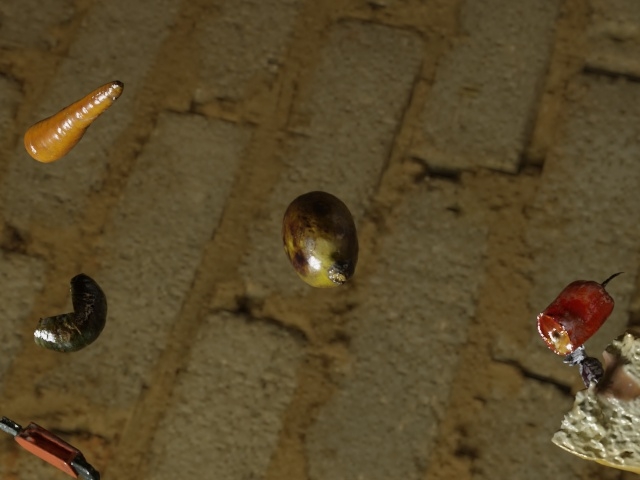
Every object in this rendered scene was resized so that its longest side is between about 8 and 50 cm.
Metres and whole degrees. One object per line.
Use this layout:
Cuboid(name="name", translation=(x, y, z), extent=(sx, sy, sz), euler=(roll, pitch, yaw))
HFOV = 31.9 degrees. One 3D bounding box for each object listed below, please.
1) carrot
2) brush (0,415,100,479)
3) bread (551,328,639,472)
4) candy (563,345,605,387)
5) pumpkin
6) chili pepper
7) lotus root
Cuboid(name="carrot", translation=(-0.332, -0.158, 1.511), extent=(0.061, 0.257, 0.061), euler=(12, -110, -37))
Cuboid(name="brush", translation=(-0.611, 0.460, 2.507), extent=(0.051, 0.323, 0.070), euler=(-52, -35, -27))
Cuboid(name="bread", translation=(0.468, 0.235, 1.519), extent=(0.224, 0.211, 0.183), euler=(14, -84, -61))
Cuboid(name="candy", translation=(0.573, 0.275, 2.372), extent=(0.226, 0.051, 0.094), euler=(-115, 18, -46))
Cuboid(name="pumpkin", translation=(-0.517, 0.167, 2.399), extent=(0.183, 0.108, 0.119), euler=(-59, -24, -20))
Cuboid(name="chili pepper", translation=(0.459, 0.110, 1.926), extent=(0.192, 0.084, 0.086), euler=(-39, -71, -18))
Cuboid(name="lotus root", translation=(0.000, 0.000, 2.165), extent=(0.314, 0.142, 0.169), euler=(-115, 17, -66))
